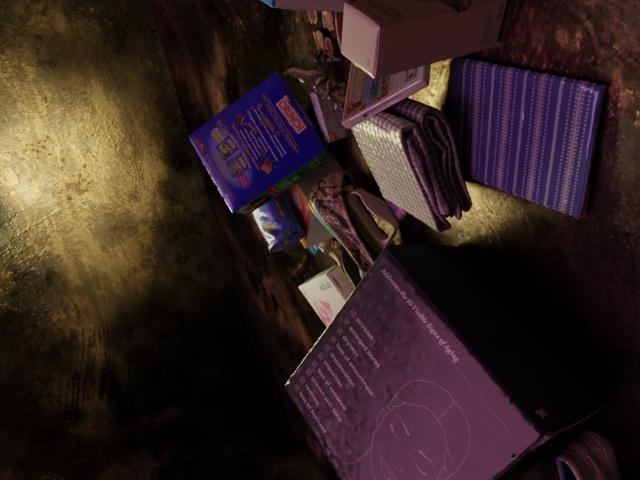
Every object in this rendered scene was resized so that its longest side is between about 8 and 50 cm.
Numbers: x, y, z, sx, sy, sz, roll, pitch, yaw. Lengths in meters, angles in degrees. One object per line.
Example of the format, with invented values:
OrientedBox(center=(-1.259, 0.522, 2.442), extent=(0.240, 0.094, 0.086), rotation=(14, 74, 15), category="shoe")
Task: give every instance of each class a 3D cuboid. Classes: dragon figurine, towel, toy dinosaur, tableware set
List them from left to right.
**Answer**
OrientedBox(center=(0.000, 0.000, 1.961), extent=(0.289, 0.085, 0.144), rotation=(60, 160, -13), category="dragon figurine")
OrientedBox(center=(0.001, -0.425, 1.456), extent=(0.268, 0.064, 0.118), rotation=(39, 114, 32), category="toy dinosaur")
OrientedBox(center=(0.005, -0.552, 1.500), extent=(0.169, 0.020, 0.141), rotation=(-129, 22, -55), category="tableware set")
OrientedBox(center=(0.197, -0.178, 1.215), extent=(0.235, 0.121, 0.284), rotation=(42, 167, 54), category="towel")
OrientedBox(center=(0.363, -0.201, 1.062), extent=(0.336, 0.040, 0.243), rotation=(35, 140, 49), category="towel")

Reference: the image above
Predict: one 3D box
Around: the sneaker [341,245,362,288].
OrientedBox(center=(0.144, 0.122, 1.726), extent=(0.145, 0.090, 0.270), rotation=(47, -158, -55), category="sneaker")

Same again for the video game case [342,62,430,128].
OrientedBox(center=(0.136, -0.356, 1.149), extent=(0.206, 0.026, 0.227), rotation=(-20, 50, 42), category="video game case")

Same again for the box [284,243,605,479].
OrientedBox(center=(0.238, 0.337, 1.259), extent=(0.480, 0.297, 0.472), rotation=(53, 125, 32), category="box")

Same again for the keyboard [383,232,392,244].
OrientedBox(center=(0.182, 0.073, 1.738), extent=(0.072, 0.014, 0.256), rotation=(45, 150, 32), category="keyboard")

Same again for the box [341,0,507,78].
OrientedBox(center=(0.179, -0.372, 0.986), extent=(0.113, 0.275, 0.094), rotation=(49, 150, 37), category="box")

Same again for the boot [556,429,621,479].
OrientedBox(center=(0.561, 0.531, 1.169), extent=(0.258, 0.123, 0.095), rotation=(68, 157, -2), category="boot")

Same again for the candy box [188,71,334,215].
OrientedBox(center=(-0.167, -0.267, 1.613), extent=(0.268, 0.317, 0.122), rotation=(60, -167, 8), category="candy box")

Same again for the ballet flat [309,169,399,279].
OrientedBox(center=(0.155, 0.019, 1.546), extent=(0.182, 0.164, 0.483), rotation=(-35, 88, 36), category="ballet flat")

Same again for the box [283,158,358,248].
OrientedBox(center=(-0.053, -0.186, 1.812), extent=(0.345, 0.168, 0.215), rotation=(55, 154, 27), category="box")

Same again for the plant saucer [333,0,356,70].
OrientedBox(center=(0.113, -0.489, 1.323), extent=(0.310, 0.050, 0.311), rotation=(48, 149, 40), category="plant saucer")

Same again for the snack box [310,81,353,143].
OrientedBox(center=(0.039, -0.347, 1.546), extent=(0.037, 0.100, 0.141), rotation=(10, 120, 64), category="snack box")

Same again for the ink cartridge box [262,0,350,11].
OrientedBox(center=(-0.065, -0.657, 1.298), extent=(0.270, 0.197, 0.198), rotation=(50, 140, 47), category="ink cartridge box")

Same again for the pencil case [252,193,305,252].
OrientedBox(center=(-0.157, -0.120, 1.732), extent=(0.133, 0.119, 0.306), rotation=(-34, 78, 53), category="pencil case")

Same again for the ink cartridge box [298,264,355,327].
OrientedBox(center=(0.081, 0.255, 1.963), extent=(0.330, 0.071, 0.324), rotation=(55, 157, 0), category="ink cartridge box")

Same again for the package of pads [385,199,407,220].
OrientedBox(center=(0.203, -0.099, 1.501), extent=(0.083, 0.032, 0.050), rotation=(61, 154, 14), category="package of pads")
